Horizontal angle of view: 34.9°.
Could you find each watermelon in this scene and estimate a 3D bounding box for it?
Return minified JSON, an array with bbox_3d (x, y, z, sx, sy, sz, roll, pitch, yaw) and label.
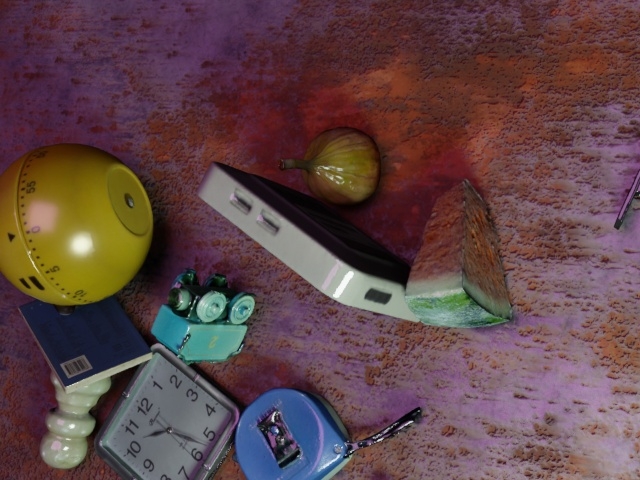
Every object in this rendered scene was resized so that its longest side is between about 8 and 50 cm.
[{"bbox_3d":[0.242,0.024,1.773,0.140,0.193,0.256,-9,60,27],"label":"watermelon"}]

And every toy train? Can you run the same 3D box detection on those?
[{"bbox_3d":[-0.225,0.151,1.983,0.112,0.203,0.163,32,103,35],"label":"toy train"}]

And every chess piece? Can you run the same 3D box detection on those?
[{"bbox_3d":[-0.520,0.361,2.137,0.133,0.133,0.243,14,91,30],"label":"chess piece"}]

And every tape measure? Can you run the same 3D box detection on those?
[{"bbox_3d":[-0.005,0.342,1.884,0.351,0.098,0.215,-40,64,12],"label":"tape measure"}]

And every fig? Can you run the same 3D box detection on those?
[{"bbox_3d":[0.008,-0.127,1.925,0.160,0.231,0.143,48,144,22],"label":"fig"}]

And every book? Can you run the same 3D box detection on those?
[{"bbox_3d":[-0.491,0.191,2.116,0.191,0.025,0.269,-21,45,-25],"label":"book"}]

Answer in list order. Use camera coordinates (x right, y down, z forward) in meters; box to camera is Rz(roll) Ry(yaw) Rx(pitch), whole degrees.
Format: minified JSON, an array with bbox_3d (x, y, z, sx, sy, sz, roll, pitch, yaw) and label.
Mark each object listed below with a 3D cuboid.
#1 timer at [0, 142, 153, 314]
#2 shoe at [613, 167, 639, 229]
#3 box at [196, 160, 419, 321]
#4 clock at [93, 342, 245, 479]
[{"bbox_3d":[-0.551,-0.018,2.111,0.387,0.376,0.376,-17,71,20],"label":"timer"},{"bbox_3d":[0.546,-0.083,1.709,0.053,0.062,0.159,28,92,17],"label":"shoe"},{"bbox_3d":[0.000,0.000,1.799,0.373,0.367,0.090,38,99,28],"label":"box"},{"bbox_3d":[-0.303,0.385,2.054,0.279,0.049,0.273,35,95,29],"label":"clock"}]
